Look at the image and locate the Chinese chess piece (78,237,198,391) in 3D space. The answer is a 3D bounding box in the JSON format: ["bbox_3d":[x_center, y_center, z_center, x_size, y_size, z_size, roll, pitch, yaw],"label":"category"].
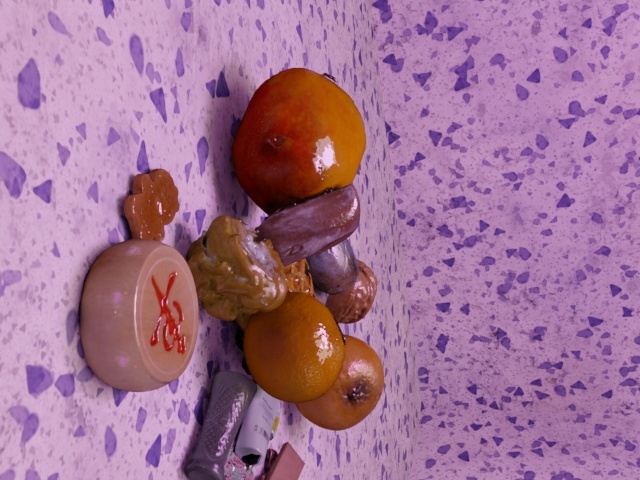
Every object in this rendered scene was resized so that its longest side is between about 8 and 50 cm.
[{"bbox_3d":[-0.288,0.121,1.267,0.251,0.097,0.251,-3,90,-74],"label":"Chinese chess piece"}]

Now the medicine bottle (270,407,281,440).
[{"bbox_3d":[-0.125,0.441,1.885,0.083,0.047,0.047,-71,154,-51],"label":"medicine bottle"}]

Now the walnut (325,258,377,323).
[{"bbox_3d":[0.068,0.155,2.340,0.213,0.213,0.213,-2,90,-74],"label":"walnut"}]

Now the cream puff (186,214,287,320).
[{"bbox_3d":[-0.174,0.076,1.538,0.221,0.195,0.194,37,50,-44],"label":"cream puff"}]

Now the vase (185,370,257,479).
[{"bbox_3d":[-0.202,0.377,1.555,0.096,0.096,0.219,73,25,-42],"label":"vase"}]

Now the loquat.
[{"bbox_3d":[0.047,0.385,2.117,0.263,0.263,0.263,-2,90,-74],"label":"loquat"}]

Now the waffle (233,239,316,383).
[{"bbox_3d":[-0.101,0.157,1.876,0.382,0.095,0.379,-41,120,-65],"label":"waffle"}]

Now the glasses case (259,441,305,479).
[{"bbox_3d":[-0.117,0.577,1.891,0.102,0.070,0.193,54,27,-12],"label":"glasses case"}]

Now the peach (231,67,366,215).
[{"bbox_3d":[-0.051,-0.211,1.776,0.372,0.290,0.372,-155,-90,-85],"label":"peach"}]

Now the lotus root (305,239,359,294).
[{"bbox_3d":[0.000,0.000,2.105,0.322,0.140,0.158,62,31,-21],"label":"lotus root"}]

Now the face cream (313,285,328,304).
[{"bbox_3d":[-0.052,0.198,2.120,0.314,0.089,0.143,-57,137,-54],"label":"face cream"}]

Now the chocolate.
[{"bbox_3d":[-0.017,-0.016,1.686,0.083,0.261,0.161,57,-18,31],"label":"chocolate"}]

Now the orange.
[{"bbox_3d":[-0.055,0.226,1.634,0.236,0.236,0.236,-2,90,-74],"label":"orange"}]

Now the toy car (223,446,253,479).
[{"bbox_3d":[-0.190,0.490,1.641,0.142,0.055,0.069,56,32,-37],"label":"toy car"}]

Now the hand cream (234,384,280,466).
[{"bbox_3d":[-0.133,0.392,1.837,0.109,0.067,0.320,54,30,-26],"label":"hand cream"}]

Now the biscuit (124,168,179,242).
[{"bbox_3d":[-0.300,-0.065,1.377,0.184,0.027,0.133,-76,157,-48],"label":"biscuit"}]
